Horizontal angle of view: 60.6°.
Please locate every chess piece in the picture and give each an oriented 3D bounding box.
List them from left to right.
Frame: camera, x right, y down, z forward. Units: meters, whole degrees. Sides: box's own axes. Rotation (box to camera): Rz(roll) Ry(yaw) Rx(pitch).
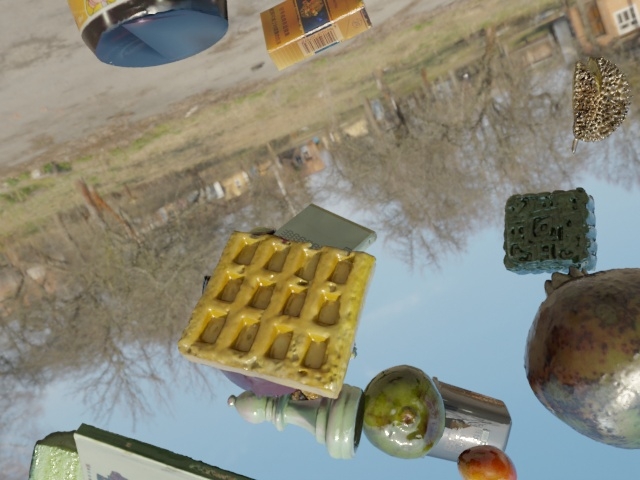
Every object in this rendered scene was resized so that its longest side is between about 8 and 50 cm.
[{"bbox_3d":[-0.055,0.335,1.075,0.271,0.139,0.139,6,-162,15],"label":"chess piece"}]

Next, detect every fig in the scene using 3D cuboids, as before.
[{"bbox_3d":[0.183,0.388,1.267,0.203,0.203,0.225,-24,180,-4],"label":"fig"}]

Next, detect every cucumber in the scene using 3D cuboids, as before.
[{"bbox_3d":[-0.445,0.403,0.968,0.116,0.115,0.062,13,-167,1],"label":"cucumber"}]

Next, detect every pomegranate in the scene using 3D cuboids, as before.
[{"bbox_3d":[0.455,0.154,0.891,0.285,0.285,0.341,-22,-156,7],"label":"pomegranate"}]

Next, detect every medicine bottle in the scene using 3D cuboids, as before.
[{"bbox_3d":[-0.305,-0.486,0.831,0.242,0.395,0.242,-20,-175,2],"label":"medicine bottle"}]

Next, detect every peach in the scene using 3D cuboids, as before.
[{"bbox_3d":[0.309,0.428,1.024,0.100,0.101,0.101,-23,-170,4],"label":"peach"}]

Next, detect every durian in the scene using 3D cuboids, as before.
[{"bbox_3d":[0.399,-0.191,0.781,0.110,0.140,0.071,0,-166,-38],"label":"durian"}]

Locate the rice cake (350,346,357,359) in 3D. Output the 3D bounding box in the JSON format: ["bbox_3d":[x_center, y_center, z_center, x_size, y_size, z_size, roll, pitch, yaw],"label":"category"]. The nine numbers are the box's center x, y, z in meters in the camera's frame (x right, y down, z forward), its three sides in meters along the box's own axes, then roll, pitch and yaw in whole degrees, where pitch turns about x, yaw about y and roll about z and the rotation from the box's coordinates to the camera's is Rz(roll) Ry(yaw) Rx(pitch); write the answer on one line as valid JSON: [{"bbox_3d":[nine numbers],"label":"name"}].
[{"bbox_3d":[-0.008,0.299,1.431,0.211,0.043,0.034,-5,-129,-4],"label":"rice cake"}]

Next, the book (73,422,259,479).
[{"bbox_3d":[-0.153,0.391,0.748,0.371,0.260,0.043,14,-145,10],"label":"book"}]

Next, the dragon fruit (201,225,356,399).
[{"bbox_3d":[-0.075,0.111,0.994,0.305,0.226,0.305,0,-131,0],"label":"dragon fruit"}]

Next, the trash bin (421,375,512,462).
[{"bbox_3d":[0.374,0.518,1.559,0.290,0.209,0.182,14,-171,5],"label":"trash bin"}]

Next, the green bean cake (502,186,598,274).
[{"bbox_3d":[0.473,-0.016,1.145,0.181,0.173,0.094,-2,170,36],"label":"green bean cake"}]

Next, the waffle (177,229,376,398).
[{"bbox_3d":[-0.058,0.101,0.819,0.248,0.055,0.221,10,-121,18],"label":"waffle"}]

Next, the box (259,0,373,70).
[{"bbox_3d":[-0.014,-0.504,1.252,0.237,0.152,0.070,-20,145,11],"label":"box"}]

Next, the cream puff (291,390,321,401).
[{"bbox_3d":[-0.019,0.344,1.248,0.104,0.133,0.119,-34,173,-46],"label":"cream puff"}]

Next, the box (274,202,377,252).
[{"bbox_3d":[0.000,0.000,1.549,0.211,0.045,0.270,-41,-136,-24],"label":"box"}]
